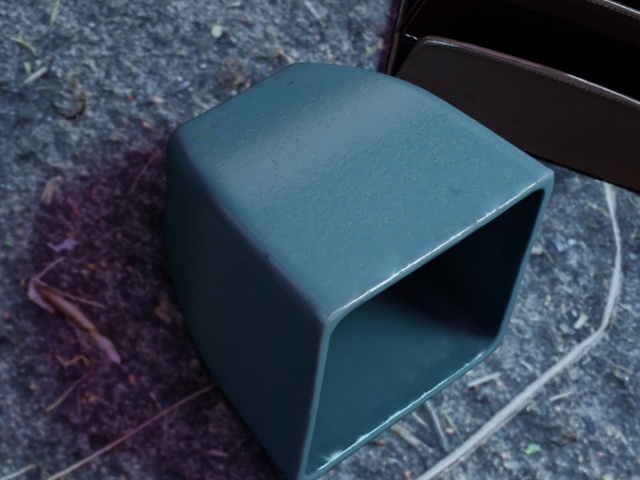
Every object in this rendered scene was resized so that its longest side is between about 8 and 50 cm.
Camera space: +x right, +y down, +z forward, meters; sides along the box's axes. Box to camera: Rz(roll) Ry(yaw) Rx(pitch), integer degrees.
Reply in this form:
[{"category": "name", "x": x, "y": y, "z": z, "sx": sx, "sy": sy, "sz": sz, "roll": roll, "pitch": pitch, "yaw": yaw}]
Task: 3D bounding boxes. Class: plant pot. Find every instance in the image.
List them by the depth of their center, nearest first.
[{"category": "plant pot", "x": 0.000, "y": 0.000, "z": 1.432, "sx": 0.247, "sy": 0.248, "sz": 0.252, "roll": -33, "pitch": 62, "yaw": -28}]

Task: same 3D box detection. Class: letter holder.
[{"category": "letter holder", "x": 0.240, "y": -0.191, "z": 1.606, "sx": 0.302, "sy": 0.214, "sz": 0.152, "roll": 18, "pitch": 62, "yaw": -10}]
